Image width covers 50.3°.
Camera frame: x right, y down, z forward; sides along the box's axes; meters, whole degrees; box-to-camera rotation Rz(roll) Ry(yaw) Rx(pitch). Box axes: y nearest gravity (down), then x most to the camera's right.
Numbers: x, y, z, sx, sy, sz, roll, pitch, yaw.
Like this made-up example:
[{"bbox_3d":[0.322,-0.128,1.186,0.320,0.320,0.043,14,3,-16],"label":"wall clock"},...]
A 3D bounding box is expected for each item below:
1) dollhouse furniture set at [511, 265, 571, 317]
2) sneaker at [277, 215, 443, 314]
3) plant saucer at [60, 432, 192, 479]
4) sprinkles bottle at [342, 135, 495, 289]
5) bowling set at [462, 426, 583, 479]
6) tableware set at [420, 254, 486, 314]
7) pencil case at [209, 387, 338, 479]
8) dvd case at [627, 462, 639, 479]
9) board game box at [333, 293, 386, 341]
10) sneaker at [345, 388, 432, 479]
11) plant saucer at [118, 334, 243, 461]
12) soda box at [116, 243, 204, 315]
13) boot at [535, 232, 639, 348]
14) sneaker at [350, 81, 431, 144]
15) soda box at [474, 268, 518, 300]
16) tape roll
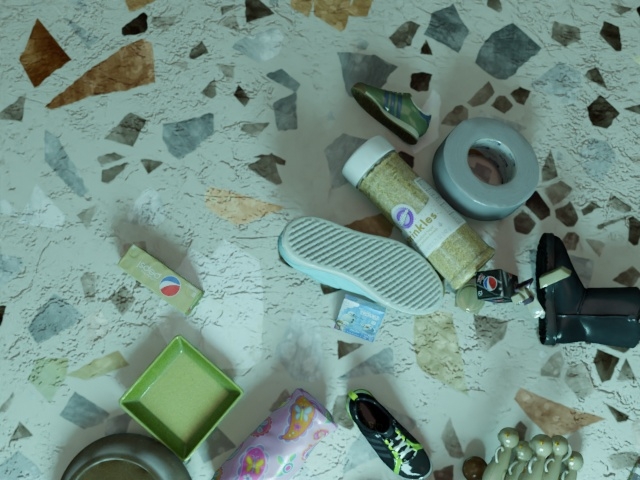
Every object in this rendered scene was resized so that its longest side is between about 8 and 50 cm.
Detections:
[{"bbox_3d":[0.458,0.114,1.367,0.114,0.091,0.081,-30,90,30],"label":"dollhouse furniture set"},{"bbox_3d":[0.080,0.051,1.432,0.366,0.150,0.135,27,77,-10],"label":"sneaker"},{"bbox_3d":[-0.396,0.543,1.351,0.310,0.050,0.310,-1,82,11],"label":"plant saucer"},{"bbox_3d":[0.205,-0.062,1.445,0.121,0.121,0.355,-42,79,-7],"label":"sprinkles bottle"},{"bbox_3d":[0.385,0.431,1.344,0.200,0.287,0.154,16,70,36],"label":"bowling set"},{"bbox_3d":[0.288,0.079,1.481,0.169,0.020,0.141,13,77,5],"label":"tableware set"},{"bbox_3d":[-0.096,0.433,1.368,0.124,0.124,0.284,42,83,7],"label":"pencil case"},{"bbox_3d":[0.672,0.595,1.391,0.164,0.018,0.221,31,81,5],"label":"dvd case"},{"bbox_3d":[0.082,0.164,1.435,0.090,0.090,0.020,19,35,3],"label":"board game box"},{"bbox_3d":[0.133,0.399,1.382,0.235,0.097,0.084,44,83,7],"label":"sneaker"},{"bbox_3d":[-0.286,0.326,1.419,0.188,0.045,0.188,40,81,6],"label":"plant saucer"},{"bbox_3d":[-0.341,0.083,1.457,0.181,0.058,0.061,35,81,5],"label":"soda box"},{"bbox_3d":[0.568,0.105,1.439,0.207,0.094,0.246,-1,86,3],"label":"boot"},{"bbox_3d":[0.166,-0.304,1.534,0.192,0.064,0.086,41,74,6],"label":"sneaker"},{"bbox_3d":[0.366,0.096,1.402,0.053,0.169,0.060,-8,79,26],"label":"soda box"},{"bbox_3d":[0.355,-0.154,1.469,0.219,0.072,0.219,5,66,-12],"label":"tape roll"}]
